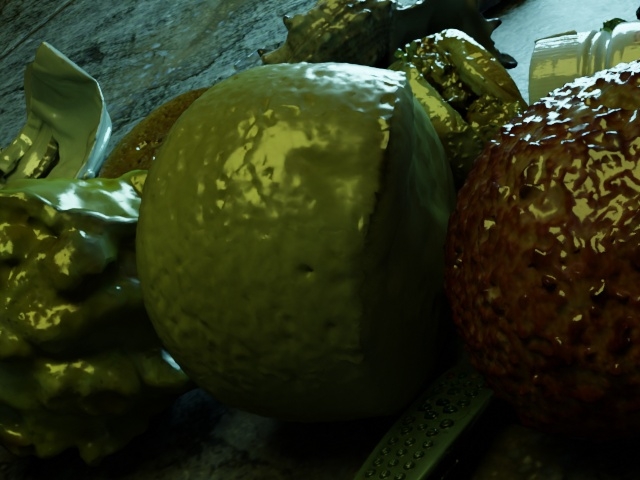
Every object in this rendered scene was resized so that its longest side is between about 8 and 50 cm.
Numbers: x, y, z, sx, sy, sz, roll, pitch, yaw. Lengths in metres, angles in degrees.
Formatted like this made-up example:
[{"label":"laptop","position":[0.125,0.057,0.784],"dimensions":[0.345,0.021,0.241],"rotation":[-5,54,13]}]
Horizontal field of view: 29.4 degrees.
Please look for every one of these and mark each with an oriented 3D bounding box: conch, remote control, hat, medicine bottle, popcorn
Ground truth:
[{"label":"conch","position":[0.069,-0.220,1.419],"dimensions":[0.313,0.241,0.186],"rotation":[-6,49,8]},{"label":"remote control","position":[0.088,0.170,1.001],"dimensions":[0.072,0.042,0.222],"rotation":[-2,30,41]},{"label":"hat","position":[-0.401,-0.118,1.716],"dimensions":[0.258,0.168,0.301],"rotation":[-55,14,-7]},{"label":"medicine bottle","position":[0.340,-0.149,1.197],"dimensions":[0.252,0.144,0.144],"rotation":[-4,38,25]},{"label":"popcorn","position":[-0.237,0.072,1.197],"dimensions":[0.312,0.312,0.312],"rotation":[-18,33,12]}]

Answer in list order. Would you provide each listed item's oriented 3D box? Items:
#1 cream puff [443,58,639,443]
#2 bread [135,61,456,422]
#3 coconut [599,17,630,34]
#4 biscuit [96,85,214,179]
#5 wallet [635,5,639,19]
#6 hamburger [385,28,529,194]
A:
[{"label":"cream puff","position":[0.229,-0.009,0.958],"dimensions":[0.350,0.228,0.350],"rotation":[-45,18,19]},{"label":"bread","position":[-0.010,-0.001,1.079],"dimensions":[0.237,0.320,0.320],"rotation":[6,44,28]},{"label":"coconut","position":[0.351,-0.201,1.356],"dimensions":[0.158,0.055,0.133],"rotation":[-24,31,1]},{"label":"biscuit","position":[-0.171,-0.112,1.600],"dimensions":[0.257,0.049,0.273],"rotation":[1,43,34]},{"label":"wallet","position":[0.445,-0.232,1.251],"dimensions":[0.232,0.031,0.122],"rotation":[5,13,9]},{"label":"hamburger","position":[0.141,-0.105,1.249],"dimensions":[0.122,0.215,0.189],"rotation":[-35,63,-6]}]
